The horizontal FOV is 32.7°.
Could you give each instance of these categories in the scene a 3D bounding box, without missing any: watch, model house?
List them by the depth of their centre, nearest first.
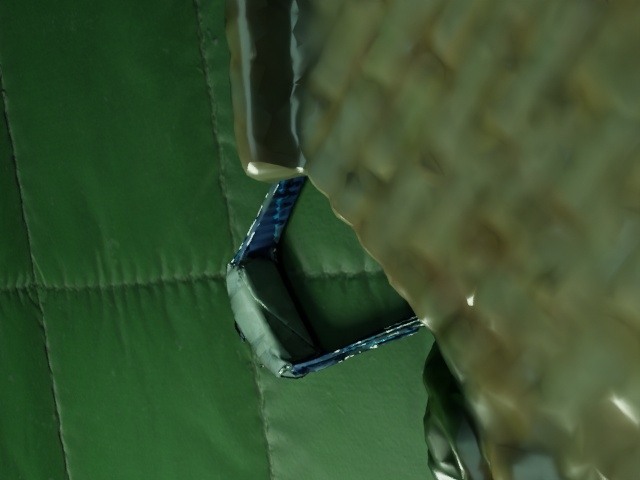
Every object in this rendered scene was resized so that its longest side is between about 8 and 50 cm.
[{"bbox_3d":[0.177,-0.095,0.601,0.400,0.445,0.395,52,134,25],"label":"model house"},{"bbox_3d":[-0.008,-0.009,1.100,0.274,0.068,0.276,-33,74,47],"label":"watch"}]
